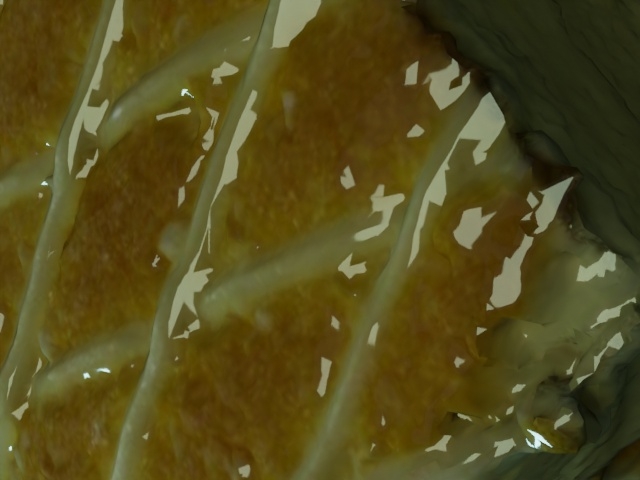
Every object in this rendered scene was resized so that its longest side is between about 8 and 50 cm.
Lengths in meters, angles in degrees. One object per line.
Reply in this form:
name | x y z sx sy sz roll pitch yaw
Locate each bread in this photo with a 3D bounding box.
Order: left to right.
bread | 0.000 0.000 0.657 0.371 0.279 0.390 55 130 22
